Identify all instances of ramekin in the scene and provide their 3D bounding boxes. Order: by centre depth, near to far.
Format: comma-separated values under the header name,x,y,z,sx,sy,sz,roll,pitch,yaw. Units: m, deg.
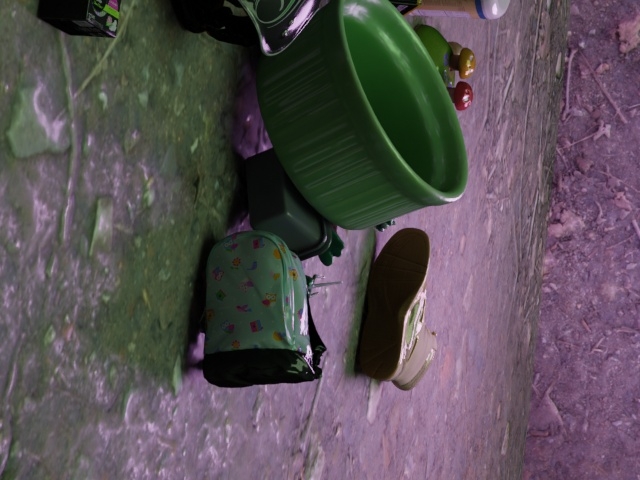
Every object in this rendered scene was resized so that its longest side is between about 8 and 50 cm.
name,x,y,z,sx,sy,sz,roll,pitch,yaw
ramekin,0.050,-0.160,1.724,0.303,0.148,0.303,44,32,-37

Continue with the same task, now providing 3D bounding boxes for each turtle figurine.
name,x,y,z,sx,sy,sz,roll,pitch,yaw
turtle figurine,0.000,0.000,1.845,0.175,0.118,0.234,-47,176,17

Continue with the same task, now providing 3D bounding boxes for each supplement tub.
name,x,y,z,sx,sy,sz,roll,pitch,yaw
supplement tub,0.193,-0.423,2.110,0.144,0.199,0.144,7,90,-70

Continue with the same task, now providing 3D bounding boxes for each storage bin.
name,x,y,z,sx,sy,sz,roll,pitch,yaw
storage bin,-0.054,-0.049,1.707,0.091,0.098,0.135,41,35,-50

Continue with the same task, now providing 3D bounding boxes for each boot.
name,x,y,z,sx,sy,sz,roll,pitch,yaw
boot,0.149,0.122,2.302,0.203,0.095,0.262,36,64,-67

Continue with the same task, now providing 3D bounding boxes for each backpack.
name,x,y,z,sx,sy,sz,roll,pitch,yaw
backpack,-0.074,0.080,1.621,0.115,0.151,0.182,57,31,-71

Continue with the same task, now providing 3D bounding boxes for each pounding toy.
name,x,y,z,sx,sy,sz,roll,pitch,yaw
pounding toy,0.230,-0.283,2.383,0.237,0.110,0.183,4,92,-70

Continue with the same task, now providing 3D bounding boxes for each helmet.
name,x,y,z,sx,sy,sz,roll,pitch,yaw
helmet,-0.072,-0.297,1.483,0.161,0.169,0.169,-53,148,-25

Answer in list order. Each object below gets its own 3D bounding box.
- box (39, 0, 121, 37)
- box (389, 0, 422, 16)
name,x,y,z,sx,sy,sz,roll,pitch,yaw
box,-0.220,-0.238,1.253,0.062,0.052,0.083,24,73,-70
box,0.103,-0.482,1.893,0.257,0.079,0.322,-125,-141,-85
